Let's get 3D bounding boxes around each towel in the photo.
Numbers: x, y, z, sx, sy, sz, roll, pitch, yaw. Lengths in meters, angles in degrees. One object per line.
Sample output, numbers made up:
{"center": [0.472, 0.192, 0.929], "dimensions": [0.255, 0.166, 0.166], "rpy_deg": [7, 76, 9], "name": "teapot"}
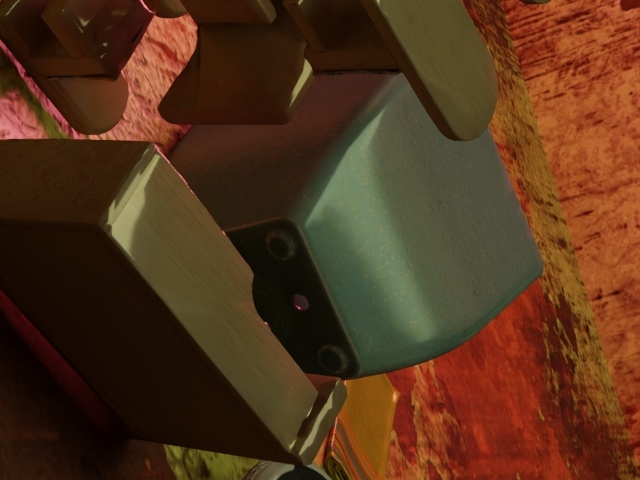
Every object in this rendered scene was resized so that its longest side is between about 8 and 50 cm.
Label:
{"center": [0.045, 0.186, 1.731], "dimensions": [0.237, 0.021, 0.102], "rpy_deg": [-76, 144, -59], "name": "towel"}

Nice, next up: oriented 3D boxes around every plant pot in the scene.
{"center": [0.000, 0.000, 1.452], "dimensions": [0.252, 0.248, 0.247], "rpy_deg": [-46, 118, -52], "name": "plant pot"}

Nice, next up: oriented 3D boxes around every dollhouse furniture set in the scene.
{"center": [-0.044, -0.080, 1.229], "dimensions": [0.256, 0.362, 0.394], "rpy_deg": [55, 52, -38], "name": "dollhouse furniture set"}

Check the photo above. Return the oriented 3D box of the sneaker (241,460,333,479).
{"center": [0.035, 0.265, 1.382], "dimensions": [0.101, 0.153, 0.268], "rpy_deg": [-56, 143, -16], "name": "sneaker"}
